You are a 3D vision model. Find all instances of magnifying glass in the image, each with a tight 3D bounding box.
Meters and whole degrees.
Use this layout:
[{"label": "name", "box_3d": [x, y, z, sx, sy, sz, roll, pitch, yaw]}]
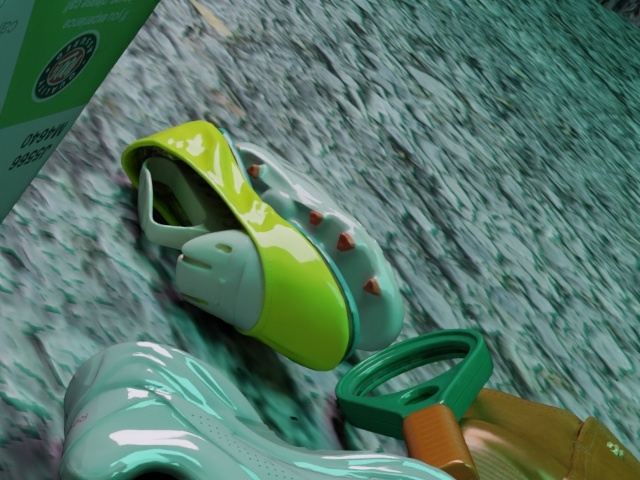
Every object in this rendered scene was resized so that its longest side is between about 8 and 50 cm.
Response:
[{"label": "magnifying glass", "box_3d": [0.056, 0.092, 0.843, 0.231, 0.092, 0.026, -98, 167, -80]}]

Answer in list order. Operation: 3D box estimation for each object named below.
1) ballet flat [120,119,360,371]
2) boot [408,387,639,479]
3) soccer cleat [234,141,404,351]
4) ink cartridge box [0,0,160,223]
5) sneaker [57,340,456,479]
[{"label": "ballet flat", "box_3d": [-0.059, 0.003, 0.934, 0.077, 0.077, 0.231, -3, 35, -28]}, {"label": "boot", "box_3d": [0.179, 0.184, 0.849, 0.295, 0.104, 0.211, 35, 20, 9]}, {"label": "soccer cleat", "box_3d": [0.000, 0.000, 1.030, 0.076, 0.068, 0.196, 15, 26, -52]}, {"label": "ink cartridge box", "box_3d": [-0.184, -0.006, 0.436, 0.115, 0.273, 0.198, 41, 20, 6]}, {"label": "sneaker", "box_3d": [-0.015, 0.139, 0.683, 0.232, 0.090, 0.115, 24, 28, -7]}]
